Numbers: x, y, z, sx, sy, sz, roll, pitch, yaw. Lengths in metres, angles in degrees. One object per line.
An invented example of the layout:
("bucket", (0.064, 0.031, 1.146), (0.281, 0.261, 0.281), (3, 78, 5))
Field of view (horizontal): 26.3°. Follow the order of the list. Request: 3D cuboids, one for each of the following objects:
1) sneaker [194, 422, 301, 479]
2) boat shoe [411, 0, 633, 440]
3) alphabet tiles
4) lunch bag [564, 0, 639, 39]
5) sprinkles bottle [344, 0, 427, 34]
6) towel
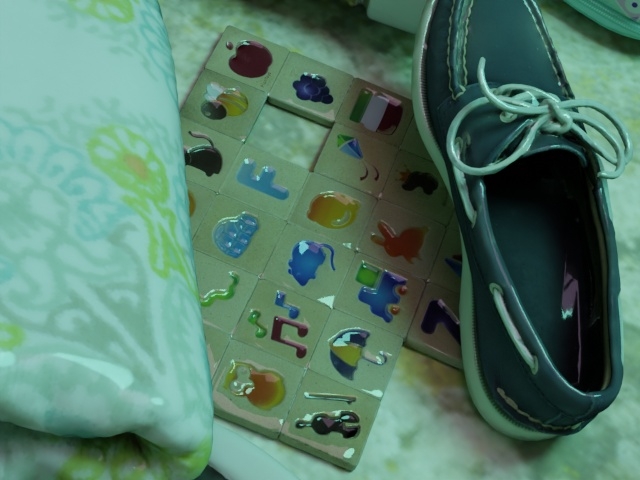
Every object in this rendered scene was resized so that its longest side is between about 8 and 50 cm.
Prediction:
("sneaker", (-0.028, 0.194, 0.502), (0.147, 0.104, 0.296), (-30, 62, -24))
("boat shoe", (0.101, -0.031, 0.680), (0.095, 0.079, 0.254), (5, 70, -17))
("alphabet tiles", (0.000, 0.000, 0.713), (0.198, 0.009, 0.237), (23, 52, 1))
("lunch bag", (0.212, -0.267, 0.907), (0.224, 0.108, 0.279), (35, 52, 14))
("sprinkles bottle", (-0.074, -0.229, 0.790), (0.355, 0.121, 0.121), (20, 52, -1))
("towel", (-0.235, -0.049, 0.567), (0.374, 0.090, 0.320), (11, 40, -19))
